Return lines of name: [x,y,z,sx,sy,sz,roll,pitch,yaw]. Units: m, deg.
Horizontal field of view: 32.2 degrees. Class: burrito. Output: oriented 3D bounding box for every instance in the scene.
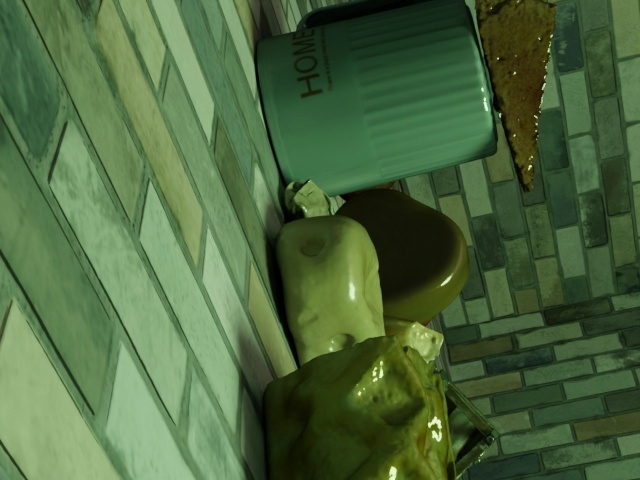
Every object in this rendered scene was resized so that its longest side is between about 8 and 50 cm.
burrito: [0.000,0.000,1.599,0.226,0.060,0.087,70,17,-47]

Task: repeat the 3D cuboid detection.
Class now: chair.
chair: [0.181,0.292,1.691,0.147,0.136,0.270,47,2,12]

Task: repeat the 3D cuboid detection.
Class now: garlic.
garlic: [0.099,0.185,1.643,0.245,0.164,0.145,81,-3,-74]

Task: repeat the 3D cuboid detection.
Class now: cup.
cup: [0.092,-0.222,1.673,0.331,0.311,0.257,-80,157,-68]

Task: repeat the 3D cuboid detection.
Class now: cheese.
cheese: [0.018,0.075,1.438,0.235,0.117,0.218,-12,91,-78]

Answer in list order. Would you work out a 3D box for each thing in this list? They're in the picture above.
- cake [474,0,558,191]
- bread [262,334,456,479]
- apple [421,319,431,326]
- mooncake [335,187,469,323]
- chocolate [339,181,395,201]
cake: [0.285,-0.219,1.562,0.116,0.112,0.295,-66,148,-74]
bread: [0.047,0.240,1.140,0.238,0.196,0.252,60,22,-59]
apple: [0.140,0.116,2.086,0.156,0.147,0.158,43,-28,39]
mooncake: [0.110,0.042,1.763,0.117,0.234,0.235,68,13,-61]
chocolate: [0.073,-0.147,2.040,0.177,0.176,0.177,-12,90,-81]
